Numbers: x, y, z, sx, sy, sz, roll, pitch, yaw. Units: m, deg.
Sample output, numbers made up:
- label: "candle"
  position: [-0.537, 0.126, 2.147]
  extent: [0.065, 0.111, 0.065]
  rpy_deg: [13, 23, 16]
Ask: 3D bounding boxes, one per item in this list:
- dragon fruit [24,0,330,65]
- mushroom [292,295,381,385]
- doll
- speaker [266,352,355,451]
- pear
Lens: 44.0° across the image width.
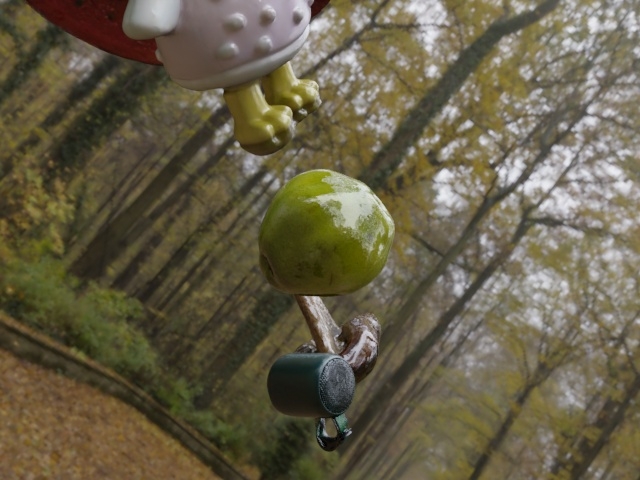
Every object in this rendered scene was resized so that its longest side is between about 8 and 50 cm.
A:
- label: "dragon fruit"
  position: [-0.127, -0.357, 0.715]
  extent: [0.386, 0.370, 0.249]
  rpy_deg: [89, -5, -46]
- label: "mushroom"
  position: [-0.017, 0.097, 1.079]
  extent: [0.218, 0.148, 0.227]
  rpy_deg: [60, 4, -6]
- label: "doll"
  position: [-0.055, -0.142, 0.372]
  extent: [0.081, 0.129, 0.207]
  rpy_deg: [3, -51, 34]
- label: "speaker"
  position: [0.000, 0.149, 0.751]
  extent: [0.075, 0.060, 0.094]
  rpy_deg: [-6, -55, 42]
- label: "pear"
  position: [0.000, 0.000, 0.544]
  extent: [0.092, 0.097, 0.092]
  rpy_deg: [44, 13, -13]
